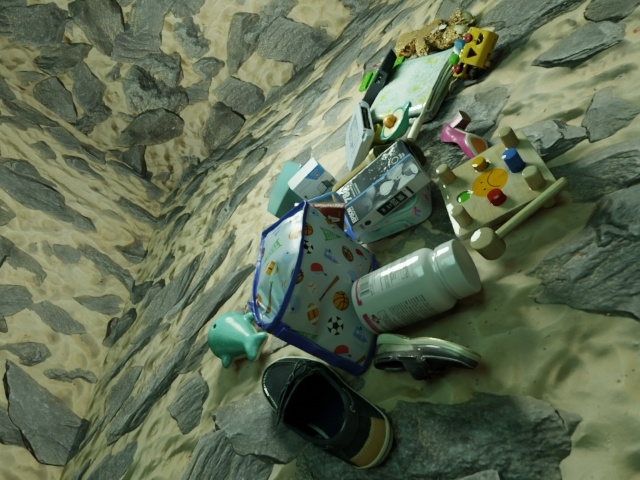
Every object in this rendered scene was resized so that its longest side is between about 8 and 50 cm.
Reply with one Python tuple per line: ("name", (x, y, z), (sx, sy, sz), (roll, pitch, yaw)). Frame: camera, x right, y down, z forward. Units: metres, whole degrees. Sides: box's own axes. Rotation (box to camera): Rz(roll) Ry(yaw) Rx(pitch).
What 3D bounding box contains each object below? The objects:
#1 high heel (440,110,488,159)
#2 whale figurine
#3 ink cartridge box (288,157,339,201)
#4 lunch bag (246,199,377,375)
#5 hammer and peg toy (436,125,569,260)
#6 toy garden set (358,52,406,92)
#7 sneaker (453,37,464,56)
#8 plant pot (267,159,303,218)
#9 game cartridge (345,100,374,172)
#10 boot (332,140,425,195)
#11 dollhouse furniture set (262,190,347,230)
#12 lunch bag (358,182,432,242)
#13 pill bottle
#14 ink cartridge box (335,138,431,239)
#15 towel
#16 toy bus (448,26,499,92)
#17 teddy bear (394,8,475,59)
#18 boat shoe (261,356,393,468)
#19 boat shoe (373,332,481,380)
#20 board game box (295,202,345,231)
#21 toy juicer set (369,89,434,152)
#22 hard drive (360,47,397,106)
("high heel", (0.437, -0.290, 1.351), (0.117, 0.082, 0.243), (119, 149, -44))
("whale figurine", (-0.298, 0.341, 1.535), (0.272, 0.141, 0.216), (2, 58, 52))
("ink cartridge box", (-0.007, -0.204, 1.693), (0.139, 0.191, 0.082), (-45, 33, 11))
("lunch bag", (-0.013, 0.145, 1.198), (0.239, 0.328, 0.385), (-37, 35, 31))
("hammer and peg toy", (0.446, -0.108, 1.075), (0.266, 0.127, 0.361), (-32, 36, 25))
("toy garden set", (0.313, -0.808, 2.064), (0.244, 0.049, 0.203), (-5, 55, 51))
("sneaker", (0.512, -0.701, 1.560), (0.069, 0.038, 0.098), (-40, 21, 38))
("plant pot", (-0.112, -0.190, 1.847), (0.234, 0.166, 0.165), (-58, 31, 0))
("game cartridge", (0.152, -0.406, 1.746), (0.297, 0.062, 0.198), (-91, 11, -47))
("boot", (0.199, -0.242, 1.535), (0.269, 0.237, 0.089), (-41, 57, 56))
("dollhouse furniture set", (-0.009, 0.021, 1.570), (0.304, 0.198, 0.286), (-23, 76, 1))
("lunch bag", (0.218, -0.119, 1.393), (0.279, 0.108, 0.223), (-26, 39, 35))
("pill bottle", (0.232, 0.116, 1.075), (0.283, 0.160, 0.160), (-29, 37, 31))
("ink cartridge box", (0.158, -0.142, 1.327), (0.333, 0.065, 0.165), (-41, 47, 22))
("towel", (0.359, -0.595, 1.737), (0.375, 0.090, 0.320), (8, 63, 55))
("toy bus", (0.542, -0.634, 1.522), (0.105, 0.202, 0.190), (30, 72, 28))
("teddy bear", (0.491, -0.857, 1.852), (0.338, 0.113, 0.244), (-20, 49, 29))
("boat shoe", (-0.031, 0.403, 1.118), (0.500, 0.156, 0.186), (9, 66, 57))
("boat shoe", (0.228, 0.270, 0.984), (0.285, 0.103, 0.092), (-8, 56, 53))
("board game box", (0.000, 0.000, 1.343), (0.145, 0.281, 0.027), (-1, 44, 0))
("toy juicer set", (0.261, -0.392, 1.569), (0.329, 0.090, 0.209), (-29, 40, 59))
("hard drive", (0.249, -0.692, 1.910), (0.171, 0.054, 0.254), (-63, 3, -29))
